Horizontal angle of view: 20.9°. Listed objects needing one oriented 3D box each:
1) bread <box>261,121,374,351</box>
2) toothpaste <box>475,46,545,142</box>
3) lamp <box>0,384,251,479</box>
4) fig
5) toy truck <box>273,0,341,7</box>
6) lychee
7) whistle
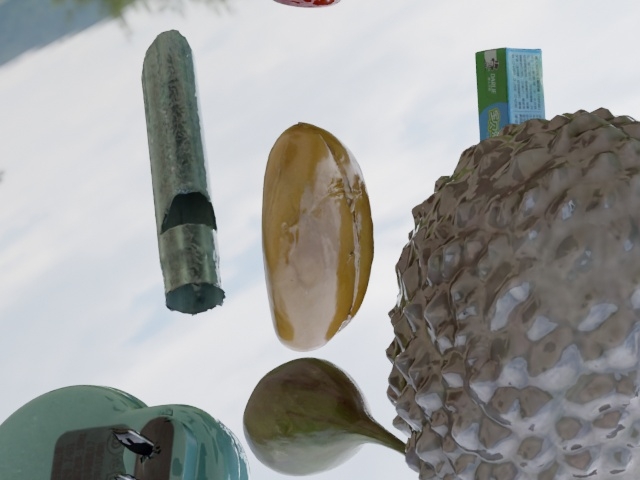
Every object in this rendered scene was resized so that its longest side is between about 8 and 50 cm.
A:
[{"bbox_3d":[0.000,0.000,1.357,0.077,0.189,0.114,2,-161,20],"label":"bread"},{"bbox_3d":[0.212,-0.074,1.878,0.065,0.267,0.050,-4,180,-40],"label":"toothpaste"},{"bbox_3d":[-0.182,0.218,1.433,0.284,0.147,0.209,-24,-126,42],"label":"lamp"},{"bbox_3d":[0.028,0.195,1.717,0.236,0.124,0.124,20,-134,37],"label":"fig"},{"bbox_3d":[-0.016,-0.324,1.582,0.264,0.189,0.239,14,-156,22],"label":"toy truck"},{"bbox_3d":[0.234,0.074,1.512,0.432,0.380,0.380,-60,-161,-4],"label":"lychee"},{"bbox_3d":[-0.139,-0.072,1.713,0.062,0.062,0.312,-24,-125,21],"label":"whistle"}]
